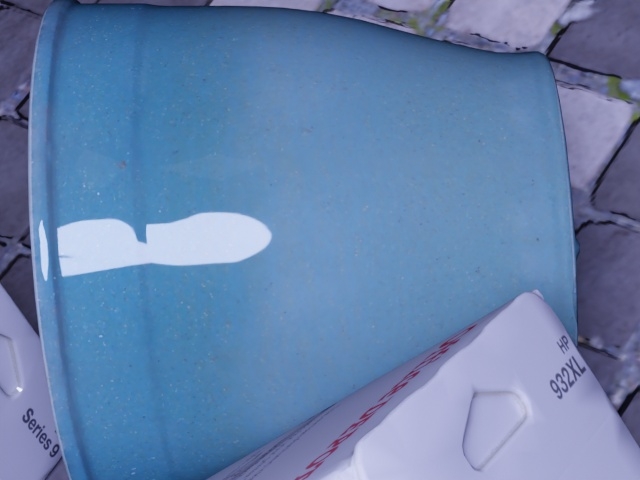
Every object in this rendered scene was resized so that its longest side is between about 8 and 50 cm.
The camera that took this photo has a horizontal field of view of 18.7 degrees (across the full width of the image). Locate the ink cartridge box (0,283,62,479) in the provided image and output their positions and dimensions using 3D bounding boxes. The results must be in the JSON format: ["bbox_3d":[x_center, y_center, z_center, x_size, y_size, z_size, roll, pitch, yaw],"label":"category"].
[{"bbox_3d":[-0.307,0.050,1.122,0.289,0.211,0.121,17,62,33],"label":"ink cartridge box"}]

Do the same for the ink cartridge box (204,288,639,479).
[{"bbox_3d":[-0.026,0.171,0.827,0.307,0.129,0.223,-33,0,30],"label":"ink cartridge box"}]

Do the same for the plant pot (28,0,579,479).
[{"bbox_3d":[0.000,0.000,1.011,0.255,0.271,0.271,-4,52,3],"label":"plant pot"}]
